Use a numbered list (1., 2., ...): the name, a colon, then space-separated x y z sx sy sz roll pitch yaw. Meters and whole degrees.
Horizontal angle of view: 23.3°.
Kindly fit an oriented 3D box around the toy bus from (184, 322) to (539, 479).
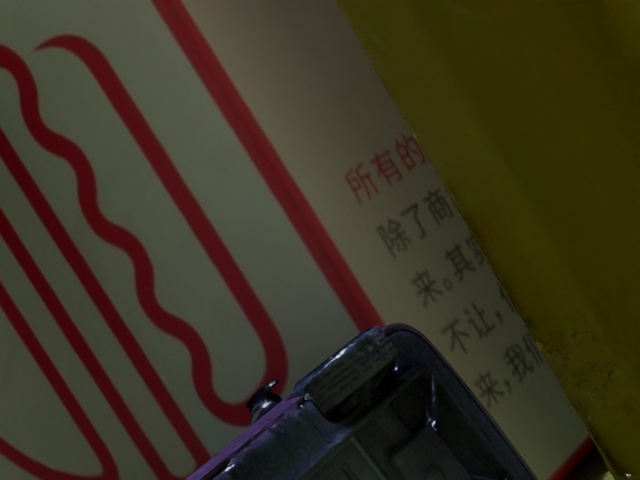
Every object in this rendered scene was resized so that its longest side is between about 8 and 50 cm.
1. toy bus: -0.021 0.097 0.388 0.098 0.087 0.178 -41 -4 42

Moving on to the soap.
1. soap: 0.075 -0.098 0.442 0.091 0.315 0.199 -31 0 33

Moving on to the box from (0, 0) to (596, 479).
1. box: -0.030 -0.028 0.661 0.300 0.312 0.314 -30 2 43
